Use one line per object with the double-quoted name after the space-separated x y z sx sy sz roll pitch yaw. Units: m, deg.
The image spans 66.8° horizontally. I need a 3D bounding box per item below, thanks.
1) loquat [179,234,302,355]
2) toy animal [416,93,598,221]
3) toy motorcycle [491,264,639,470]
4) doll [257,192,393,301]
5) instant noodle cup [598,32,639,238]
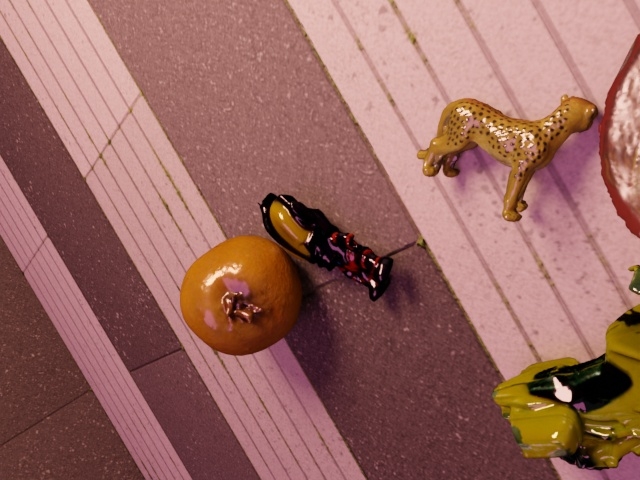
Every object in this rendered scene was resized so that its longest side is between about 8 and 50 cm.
-0.134 0.095 0.833 0.207 0.208 0.208 19 122 32 "loquat"
0.195 -0.118 0.555 0.181 0.073 0.136 37 124 36 "toy animal"
0.338 0.139 0.506 0.206 0.142 0.342 53 132 8 "toy motorcycle"
-0.002 0.001 0.757 0.248 0.088 0.127 36 130 16 "doll"
0.364 -0.092 0.364 0.274 0.090 0.274 -17 70 61 "instant noodle cup"
